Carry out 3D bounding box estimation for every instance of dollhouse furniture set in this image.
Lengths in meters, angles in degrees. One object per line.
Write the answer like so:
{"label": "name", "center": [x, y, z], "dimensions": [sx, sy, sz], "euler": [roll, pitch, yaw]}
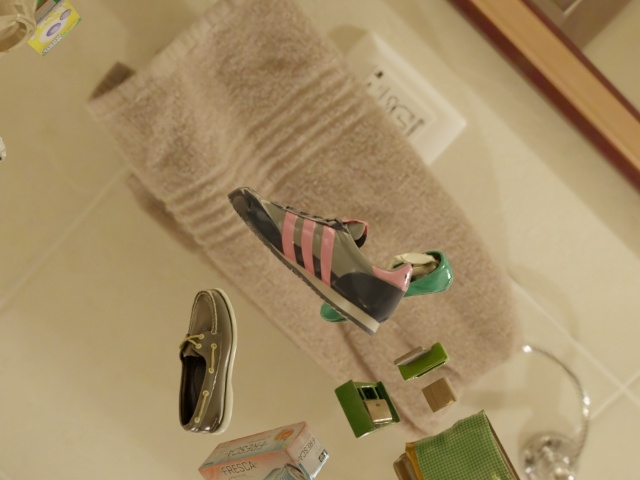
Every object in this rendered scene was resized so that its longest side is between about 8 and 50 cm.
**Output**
{"label": "dollhouse furniture set", "center": [0.195, 0.355, 1.391], "dimensions": [0.198, 0.301, 0.151], "euler": [-32, 160, 16]}

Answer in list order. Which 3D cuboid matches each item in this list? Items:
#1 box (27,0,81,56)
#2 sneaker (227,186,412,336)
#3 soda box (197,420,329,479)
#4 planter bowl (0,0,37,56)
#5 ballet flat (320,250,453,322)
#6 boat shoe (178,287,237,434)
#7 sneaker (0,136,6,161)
{"label": "box", "center": [-0.485, -0.386, 1.385], "dimensions": [0.105, 0.043, 0.179], "euler": [-45, -172, -3]}
{"label": "sneaker", "center": [0.000, 0.000, 1.194], "dimensions": [0.131, 0.319, 0.112], "euler": [-48, 165, -1]}
{"label": "soda box", "center": [-0.080, 0.300, 1.053], "dimensions": [0.183, 0.063, 0.058], "euler": [-25, -166, 39]}
{"label": "planter bowl", "center": [-0.365, -0.256, 0.817], "dimensions": [0.162, 0.109, 0.162], "euler": [-26, 179, -1]}
{"label": "ballet flat", "center": [0.110, 0.067, 1.352], "dimensions": [0.248, 0.087, 0.083], "euler": [-15, -149, -9]}
{"label": "boat shoe", "center": [-0.239, 0.242, 1.605], "dimensions": [0.109, 0.091, 0.304], "euler": [-15, -111, 40]}
{"label": "sneaker", "center": [-0.580, -0.181, 1.307], "dimensions": [0.090, 0.115, 0.232], "euler": [-24, -128, 15]}
